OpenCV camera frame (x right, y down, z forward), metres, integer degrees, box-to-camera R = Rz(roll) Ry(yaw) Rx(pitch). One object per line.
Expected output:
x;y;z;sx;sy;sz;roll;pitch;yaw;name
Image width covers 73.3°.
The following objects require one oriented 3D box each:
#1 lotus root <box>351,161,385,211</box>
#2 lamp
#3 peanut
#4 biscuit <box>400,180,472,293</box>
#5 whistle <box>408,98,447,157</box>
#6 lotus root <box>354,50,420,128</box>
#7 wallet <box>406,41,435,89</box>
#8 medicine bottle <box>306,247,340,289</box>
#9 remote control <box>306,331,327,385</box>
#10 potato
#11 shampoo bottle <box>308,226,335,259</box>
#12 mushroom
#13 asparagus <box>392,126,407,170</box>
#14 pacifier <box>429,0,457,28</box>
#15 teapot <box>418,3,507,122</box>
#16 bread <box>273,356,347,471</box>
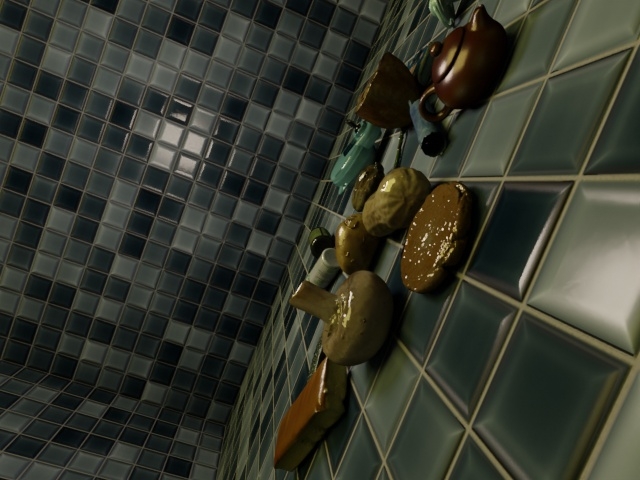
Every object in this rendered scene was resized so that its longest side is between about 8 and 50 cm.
0.153;-0.170;1.376;0.080;0.089;0.179;-24;-33;-47;lotus root
0.133;-0.313;1.597;0.209;0.147;0.284;-96;20;-67;lamp
0.166;-0.076;0.997;0.257;0.123;0.124;126;163;-66;peanut
0.211;-0.006;0.790;0.226;0.042;0.226;-158;90;-81;biscuit
0.262;-0.297;1.078;0.304;0.062;0.062;-82;16;-56;whistle
0.215;-0.433;1.284;0.188;0.179;0.199;-82;15;-74;lotus root
0.304;-0.524;1.342;0.202;0.059;0.141;-150;83;-81;wallet
0.015;0.111;1.559;0.183;0.086;0.086;121;166;-50;medicine bottle
-0.003;0.358;1.253;0.072;0.042;0.222;123;166;-54;remote control
0.099;0.008;1.172;0.137;0.137;0.176;-162;95;-81;potato
0.000;0.000;1.842;0.284;0.101;0.101;-109;41;-76;shampoo bottle
0.041;0.149;0.911;0.207;0.215;0.207;-156;90;-89;mushroom
0.238;-0.272;1.296;0.022;0.023;0.233;-1;59;31;asparagus
0.374;-0.673;1.212;0.116;0.127;0.150;-11;17;36;pacifier
0.277;-0.353;0.889;0.252;0.135;0.178;122;170;-47;teapot
-0.029;0.448;1.092;0.138;0.077;0.361;-79;13;-51;bread
